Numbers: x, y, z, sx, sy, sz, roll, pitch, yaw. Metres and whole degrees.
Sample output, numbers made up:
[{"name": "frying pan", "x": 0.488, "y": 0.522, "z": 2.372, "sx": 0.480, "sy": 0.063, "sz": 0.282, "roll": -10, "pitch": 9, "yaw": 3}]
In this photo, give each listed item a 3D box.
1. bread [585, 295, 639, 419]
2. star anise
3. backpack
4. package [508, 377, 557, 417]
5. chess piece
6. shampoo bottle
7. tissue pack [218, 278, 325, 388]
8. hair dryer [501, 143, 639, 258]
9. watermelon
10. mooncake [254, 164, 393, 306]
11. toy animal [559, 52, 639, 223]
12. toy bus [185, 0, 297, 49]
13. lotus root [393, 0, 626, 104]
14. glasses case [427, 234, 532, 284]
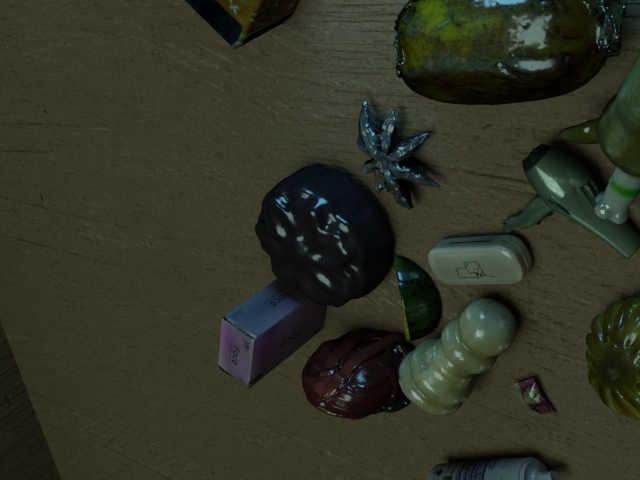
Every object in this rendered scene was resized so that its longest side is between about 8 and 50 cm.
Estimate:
[{"name": "bread", "x": 0.500, "y": 0.190, "z": 1.622, "sx": 0.213, "sy": 0.104, "sz": 0.213, "roll": 42, "pitch": 139, "yaw": 52}, {"name": "star anise", "x": 0.129, "y": -0.147, "z": 1.816, "sx": 0.180, "sy": 0.061, "sz": 0.205, "roll": 11, "pitch": 123, "yaw": 40}, {"name": "backpack", "x": 0.067, "y": 0.269, "z": 2.045, "sx": 0.229, "sy": 0.229, "sz": 0.139, "roll": 21, "pitch": 126, "yaw": 34}, {"name": "package", "x": 0.392, "y": 0.293, "z": 1.889, "sx": 0.059, "sy": 0.029, "sz": 0.083, "roll": -25, "pitch": 109, "yaw": 42}, {"name": "chess piece", "x": 0.260, "y": 0.203, "z": 1.885, "sx": 0.143, "sy": 0.142, "sz": 0.261, "roll": 45, "pitch": 135, "yaw": 12}, {"name": "shampoo bottle", "x": 0.345, "y": 0.476, "z": 2.015, "sx": 0.303, "sy": 0.092, "sz": 0.092, "roll": -20, "pitch": 102, "yaw": 48}, {"name": "tissue pack", "x": -0.095, "y": 0.171, "z": 2.112, "sx": 0.092, "sy": 0.246, "sz": 0.149, "roll": 31, "pitch": 135, "yaw": 26}, {"name": "hair dryer", "x": 0.403, "y": -0.030, "z": 1.631, "sx": 0.219, "sy": 0.088, "sz": 0.225, "roll": 34, "pitch": 149, "yaw": 18}, {"name": "watermelon", "x": 0.191, "y": 0.121, "z": 1.964, "sx": 0.092, "sy": 0.075, "sz": 0.182, "roll": -103, "pitch": 2, "yaw": -67}, {"name": "mooncake", "x": 0.000, "y": 0.000, "z": 1.988, "sx": 0.283, "sy": 0.141, "sz": 0.283, "roll": 27, "pitch": 135, "yaw": 30}, {"name": "toy animal", "x": 0.468, "y": -0.175, "z": 1.399, "sx": 0.181, "sy": 0.180, "sz": 0.363, "roll": 54, "pitch": 163, "yaw": 11}, {"name": "toy bus", "x": -0.183, "y": -0.513, "z": 1.796, "sx": 0.323, "sy": 0.162, "sz": 0.194, "roll": 45, "pitch": 142, "yaw": 9}, {"name": "lotus root", "x": 0.266, "y": -0.295, "z": 1.486, "sx": 0.397, "sy": 0.179, "sz": 0.196, "roll": 5, "pitch": 122, "yaw": 43}, {"name": "glasses case", "x": 0.278, "y": 0.035, "z": 1.800, "sx": 0.196, "sy": 0.050, "sz": 0.083, "roll": -6, "pitch": 122, "yaw": 47}]
